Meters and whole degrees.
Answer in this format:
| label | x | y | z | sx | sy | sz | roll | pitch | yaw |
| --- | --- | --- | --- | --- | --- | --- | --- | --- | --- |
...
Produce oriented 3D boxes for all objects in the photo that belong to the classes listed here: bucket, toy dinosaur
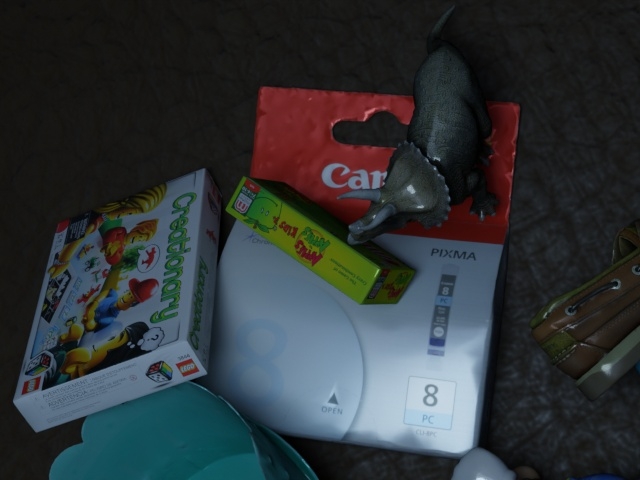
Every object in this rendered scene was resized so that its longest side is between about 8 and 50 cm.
| label | x | y | z | sx | sy | sz | roll | pitch | yaw |
| --- | --- | --- | --- | --- | --- | --- | --- | --- | --- |
| bucket | -0.128 | 0.296 | 1.331 | 0.281 | 0.183 | 0.281 | -14 | 59 | 24 |
| toy dinosaur | 0.129 | -0.114 | 1.362 | 0.121 | 0.160 | 0.314 | 14 | 71 | 17 |

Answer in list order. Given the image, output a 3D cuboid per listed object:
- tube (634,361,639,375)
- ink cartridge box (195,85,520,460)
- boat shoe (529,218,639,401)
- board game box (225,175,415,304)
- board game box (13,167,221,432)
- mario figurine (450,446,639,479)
| label | x | y | z | sx | sy | sz | roll | pitch | yaw |
| --- | --- | --- | --- | --- | --- | --- | --- | --- | --- |
| tube | 0.343 | 0.131 | 1.356 | 0.052 | 0.080 | 0.207 | -32 | 72 | 29 |
| ink cartridge box | 0.042 | 0.024 | 1.439 | 0.308 | 0.091 | 0.385 | 6 | 86 | 15 |
| boat shoe | 0.335 | 0.019 | 1.307 | 0.307 | 0.111 | 0.104 | -39 | 79 | -20 |
| board game box | 0.000 | 0.000 | 1.377 | 0.181 | 0.092 | 0.043 | 35 | 103 | 23 |
| board game box | -0.205 | 0.055 | 1.419 | 0.193 | 0.053 | 0.305 | -20 | 34 | 12 |
| mario figurine | 0.254 | 0.250 | 1.311 | 0.320 | 0.170 | 0.198 | -23 | 100 | 34 |
